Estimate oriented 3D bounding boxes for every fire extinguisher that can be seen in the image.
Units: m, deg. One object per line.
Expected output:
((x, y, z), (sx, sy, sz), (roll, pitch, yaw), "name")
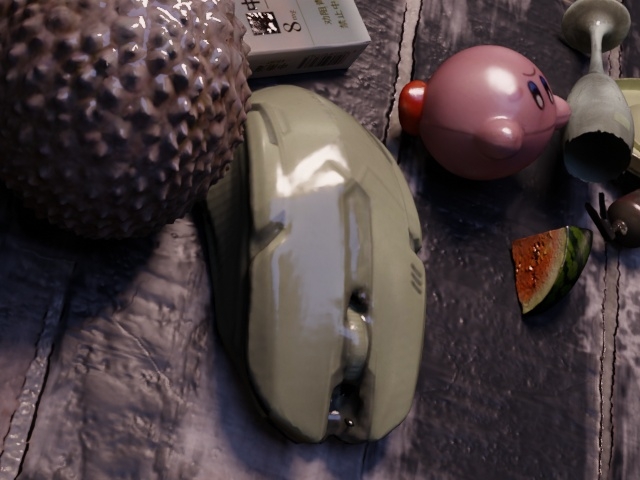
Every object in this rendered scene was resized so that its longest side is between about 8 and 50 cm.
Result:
((0.454, -0.053, 1.463), (0.268, 0.072, 0.089), (-23, 99, -35), "fire extinguisher")

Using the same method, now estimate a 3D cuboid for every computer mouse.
((0.002, 0.001, 1.155), (0.228, 0.145, 0.429), (5, 64, -29), "computer mouse")

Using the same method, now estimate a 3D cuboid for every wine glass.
((0.400, -0.257, 1.383), (0.096, 0.264, 0.309), (25, 43, -9), "wine glass")

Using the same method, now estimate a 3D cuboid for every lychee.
((-0.194, -0.148, 1.049), (0.300, 0.300, 0.300), (12, 61, -23), "lychee")

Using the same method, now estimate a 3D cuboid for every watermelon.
((0.283, 0.023, 1.351), (0.094, 0.125, 0.135), (23, 20, 19), "watermelon")

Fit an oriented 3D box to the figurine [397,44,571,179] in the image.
((0.204, -0.155, 1.323), (0.173, 0.173, 0.173), (12, 61, -23), "figurine")

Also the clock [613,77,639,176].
((0.487, -0.150, 1.507), (0.235, 0.029, 0.235), (9, 43, -9), "clock")

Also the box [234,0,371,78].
((-0.076, -0.275, 1.300), (0.243, 0.067, 0.155), (-11, 70, -32), "box")
